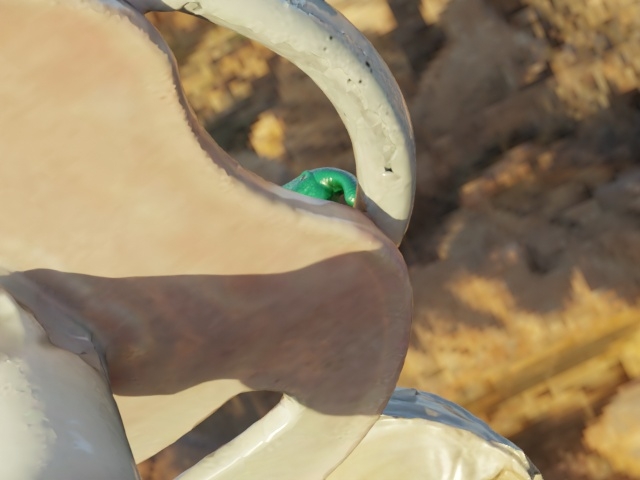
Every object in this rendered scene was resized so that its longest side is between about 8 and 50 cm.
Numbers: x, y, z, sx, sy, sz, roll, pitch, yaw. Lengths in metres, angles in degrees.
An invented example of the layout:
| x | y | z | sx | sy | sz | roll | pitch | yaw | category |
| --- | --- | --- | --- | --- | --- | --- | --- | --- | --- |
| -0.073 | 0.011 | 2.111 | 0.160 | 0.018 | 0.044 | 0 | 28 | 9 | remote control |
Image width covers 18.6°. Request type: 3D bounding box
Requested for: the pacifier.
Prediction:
| x | y | z | sx | sy | sz | roll | pitch | yaw | category |
| --- | --- | --- | --- | --- | --- | --- | --- | --- | --- |
| -0.101 | 0.044 | 0.657 | 0.220 | 0.332 | 0.273 | -3 | 60 | 37 | pacifier |

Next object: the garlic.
| x | y | z | sx | sy | sz | roll | pitch | yaw | category |
| --- | --- | --- | --- | --- | --- | --- | --- | --- | --- |
| 0.074 | 0.191 | 1.285 | 0.178 | 0.229 | 0.143 | -25 | 10 | 12 | garlic |

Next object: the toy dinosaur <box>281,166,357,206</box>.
| x | y | z | sx | sy | sz | roll | pitch | yaw | category |
| --- | --- | --- | --- | --- | --- | --- | --- | --- | --- |
| 0.000 | 0.000 | 1.135 | 0.132 | 0.059 | 0.096 | 4 | 65 | 57 | toy dinosaur |
